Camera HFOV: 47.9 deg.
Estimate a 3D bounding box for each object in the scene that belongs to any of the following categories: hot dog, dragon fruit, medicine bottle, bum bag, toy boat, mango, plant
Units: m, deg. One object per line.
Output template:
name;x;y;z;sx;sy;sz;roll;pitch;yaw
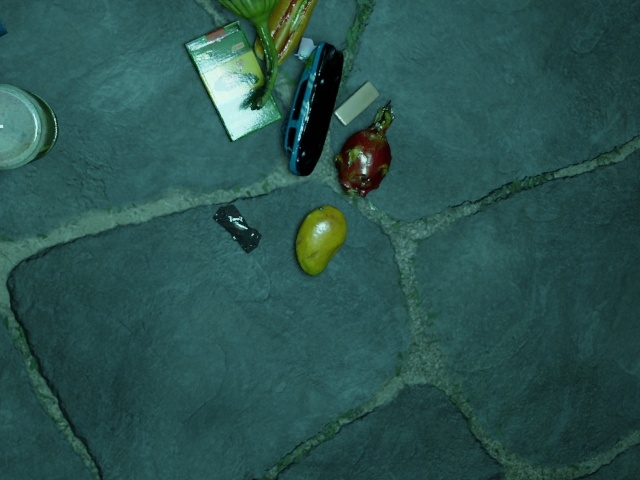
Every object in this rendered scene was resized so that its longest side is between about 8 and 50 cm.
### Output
hot dog;-0.069;-0.502;1.603;0.092;0.062;0.235;24;91;-13
dragon fruit;0.117;-0.218;1.678;0.125;0.125;0.246;29;73;-3
medicine bottle;-0.591;-0.217;1.372;0.151;0.322;0.151;-2;99;-15
bum bag;-0.188;-0.029;1.655;0.058;0.034;0.124;-40;105;3
toy boat;-0.036;-0.297;1.628;0.092;0.134;0.298;17;95;17
mango;-0.004;-0.005;1.683;0.115;0.089;0.165;36;91;-26
plant;-0.157;-0.480;1.538;0.251;0.180;0.333;-44;138;-45

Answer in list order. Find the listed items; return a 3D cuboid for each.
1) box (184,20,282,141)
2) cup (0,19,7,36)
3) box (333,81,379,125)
box;-0.191;-0.353;1.607;0.132;0.034;0.235;-28;105;-9
cup;-0.725;-0.444;1.418;0.155;0.131;0.176;-28;79;-14
box;0.084;-0.320;1.689;0.115;0.025;0.048;-44;102;-5
